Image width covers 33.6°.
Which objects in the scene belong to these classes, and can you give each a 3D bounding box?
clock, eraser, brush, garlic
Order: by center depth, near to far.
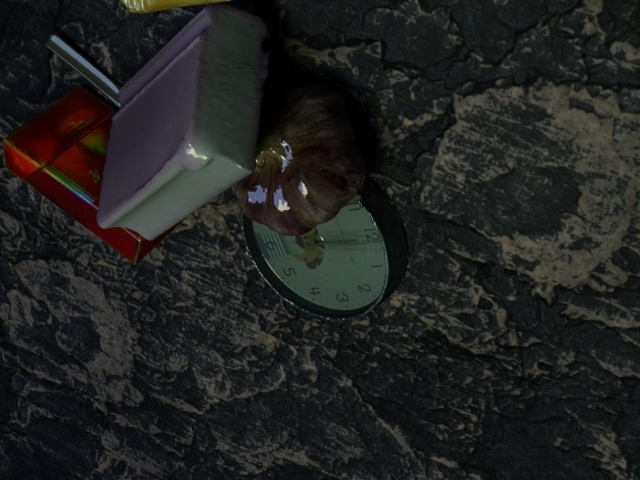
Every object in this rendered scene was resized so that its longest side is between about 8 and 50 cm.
[{"bbox_3d":[-0.046,-0.133,1.645,0.245,0.160,0.245,-4,79,21],"label":"garlic"},{"bbox_3d":[-0.224,-0.180,1.681,0.122,0.272,0.359,18,156,-27],"label":"eraser"},{"bbox_3d":[0.000,-0.001,1.819,0.312,0.061,0.313,19,128,25],"label":"clock"},{"bbox_3d":[-0.418,-0.306,1.930,0.190,0.027,0.034,40,98,-1],"label":"brush"}]

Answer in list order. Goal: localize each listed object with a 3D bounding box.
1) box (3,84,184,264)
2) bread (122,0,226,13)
[{"bbox_3d":[-0.384,-0.123,1.904,0.313,0.197,0.089,35,143,10],"label":"box"},{"bbox_3d":[-0.199,-0.426,1.591,0.250,0.179,0.133,4,118,33],"label":"bread"}]
